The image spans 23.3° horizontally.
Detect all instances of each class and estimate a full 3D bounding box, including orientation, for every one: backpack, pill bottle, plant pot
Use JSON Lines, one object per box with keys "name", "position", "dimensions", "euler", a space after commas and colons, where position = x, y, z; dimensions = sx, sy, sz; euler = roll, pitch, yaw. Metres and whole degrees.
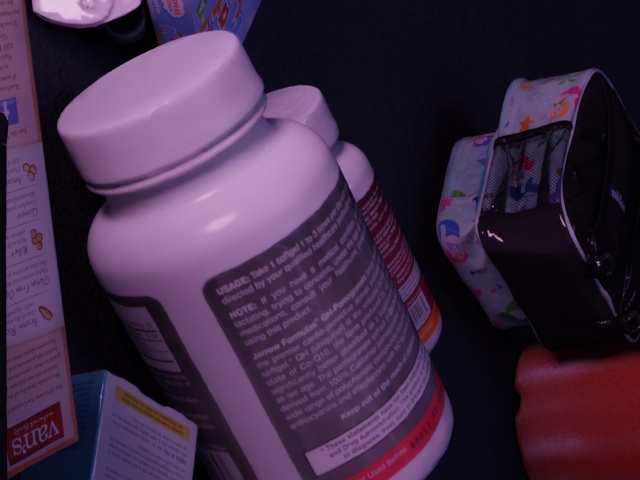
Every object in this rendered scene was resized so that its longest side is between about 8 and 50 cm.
{"name": "backpack", "position": [0.235, -0.038, 1.543], "dimensions": [0.225, 0.191, 0.253], "euler": [52, 45, -42]}
{"name": "pill bottle", "position": [-0.046, 0.029, 1.040], "dimensions": [0.318, 0.176, 0.176], "euler": [64, 32, -24]}
{"name": "pill bottle", "position": [0.000, 0.000, 1.189], "dimensions": [0.221, 0.121, 0.121], "euler": [64, 32, -23]}
{"name": "plant pot", "position": [0.359, 0.175, 1.604], "dimensions": [0.272, 0.265, 0.272], "euler": [29, 55, -54]}

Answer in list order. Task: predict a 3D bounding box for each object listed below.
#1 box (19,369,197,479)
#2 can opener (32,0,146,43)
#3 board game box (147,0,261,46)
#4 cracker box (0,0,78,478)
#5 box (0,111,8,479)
{"name": "box", "position": [-0.137, 0.210, 0.930], "dimensions": [0.100, 0.060, 0.244], "euler": [40, 46, -47]}
{"name": "can opener", "position": [-0.173, -0.274, 1.064], "dimensions": [0.093, 0.074, 0.280], "euler": [131, -49, -83]}
{"name": "board game box", "position": [-0.067, -0.223, 1.131], "dimensions": [0.160, 0.039, 0.211], "euler": [84, 25, -62]}
{"name": "cracker box", "position": [-0.207, -0.009, 0.744], "dimensions": [0.067, 0.156, 0.232], "euler": [-26, 115, -55]}
{"name": "box", "position": [-0.247, 0.054, 0.592], "dimensions": [0.103, 0.261, 0.184], "euler": [17, 64, -57]}
